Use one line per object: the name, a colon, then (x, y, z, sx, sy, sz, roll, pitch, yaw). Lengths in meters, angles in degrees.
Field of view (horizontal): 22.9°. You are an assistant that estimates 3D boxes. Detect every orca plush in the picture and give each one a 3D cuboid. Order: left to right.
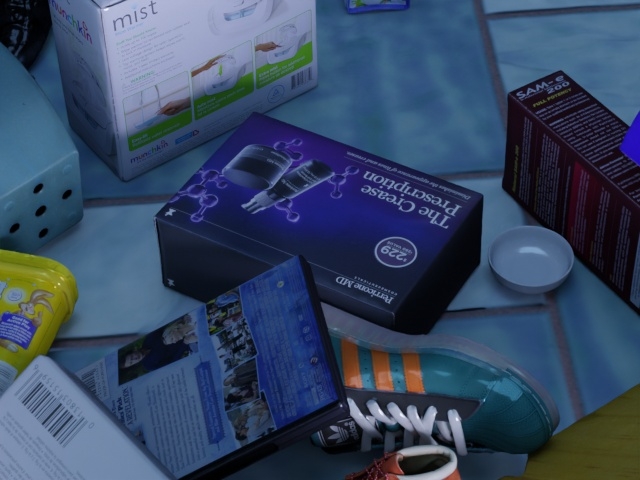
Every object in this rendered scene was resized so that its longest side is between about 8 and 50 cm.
orca plush: (-0.372, -0.301, 1.839, 0.151, 0.102, 0.287, 4, 45, 7)

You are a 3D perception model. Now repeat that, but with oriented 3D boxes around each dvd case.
dvd case: (-0.104, 0.134, 1.361, 0.253, 0.022, 0.180, -28, 45, 11)

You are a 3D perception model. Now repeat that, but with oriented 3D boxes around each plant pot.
plant pot: (-0.354, -0.094, 1.588, 0.234, 0.166, 0.165, 37, 56, 26)

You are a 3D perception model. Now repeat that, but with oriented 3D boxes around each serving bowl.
serving bowl: (0.204, 0.024, 1.532, 0.083, 0.027, 0.083, -2, 43, 1)

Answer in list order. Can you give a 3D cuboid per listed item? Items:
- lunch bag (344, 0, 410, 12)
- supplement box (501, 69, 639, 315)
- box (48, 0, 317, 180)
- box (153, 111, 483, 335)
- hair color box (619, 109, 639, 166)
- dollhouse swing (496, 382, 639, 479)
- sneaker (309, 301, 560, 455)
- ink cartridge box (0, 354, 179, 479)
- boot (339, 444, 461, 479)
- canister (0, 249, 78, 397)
lunch bag: (0.065, -0.365, 1.852, 0.096, 0.151, 0.129, -6, 43, -4)
supplement box: (0.275, -0.044, 1.527, 0.073, 0.130, 0.239, -25, 50, -21)
box: (-0.139, -0.227, 1.662, 0.262, 0.231, 0.127, -29, 50, -24)
box: (0.000, 0.000, 1.517, 0.261, 0.103, 0.184, 21, 51, 22)
hair color box: (0.459, -0.067, 1.454, 0.339, 0.110, 0.185, 3, 33, -43)
dollhouse swing: (0.388, 0.261, 1.258, 0.347, 0.305, 0.315, -28, 8, -23)
sneaker: (0.053, 0.143, 1.364, 0.302, 0.108, 0.121, 14, 48, 31)
ink cartridge box: (-0.219, 0.262, 1.277, 0.239, 0.060, 0.275, -48, 55, -4)
boot: (0.041, 0.206, 1.312, 0.158, 0.084, 0.059, -7, 46, -3)
canister: (-0.312, 0.093, 1.452, 0.126, 0.073, 0.170, 9, 47, 12)
